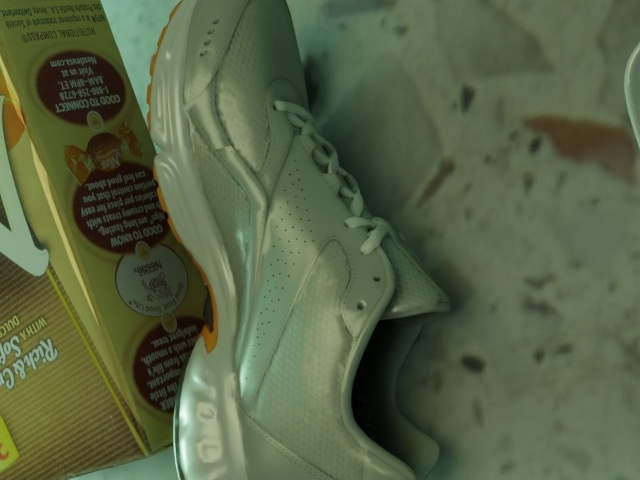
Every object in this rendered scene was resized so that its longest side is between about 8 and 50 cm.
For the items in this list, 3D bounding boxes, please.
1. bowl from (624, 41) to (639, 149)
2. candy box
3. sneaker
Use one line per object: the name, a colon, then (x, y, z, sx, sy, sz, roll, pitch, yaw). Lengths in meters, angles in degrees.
bowl: (0.192, -0.040, 0.479, 0.142, 0.053, 0.142, -31, 65, 30)
candy box: (-0.179, -0.031, 0.689, 0.183, 0.087, 0.316, -21, 89, 35)
sneaker: (0.000, 0.000, 0.609, 0.121, 0.099, 0.262, -10, 84, 29)
